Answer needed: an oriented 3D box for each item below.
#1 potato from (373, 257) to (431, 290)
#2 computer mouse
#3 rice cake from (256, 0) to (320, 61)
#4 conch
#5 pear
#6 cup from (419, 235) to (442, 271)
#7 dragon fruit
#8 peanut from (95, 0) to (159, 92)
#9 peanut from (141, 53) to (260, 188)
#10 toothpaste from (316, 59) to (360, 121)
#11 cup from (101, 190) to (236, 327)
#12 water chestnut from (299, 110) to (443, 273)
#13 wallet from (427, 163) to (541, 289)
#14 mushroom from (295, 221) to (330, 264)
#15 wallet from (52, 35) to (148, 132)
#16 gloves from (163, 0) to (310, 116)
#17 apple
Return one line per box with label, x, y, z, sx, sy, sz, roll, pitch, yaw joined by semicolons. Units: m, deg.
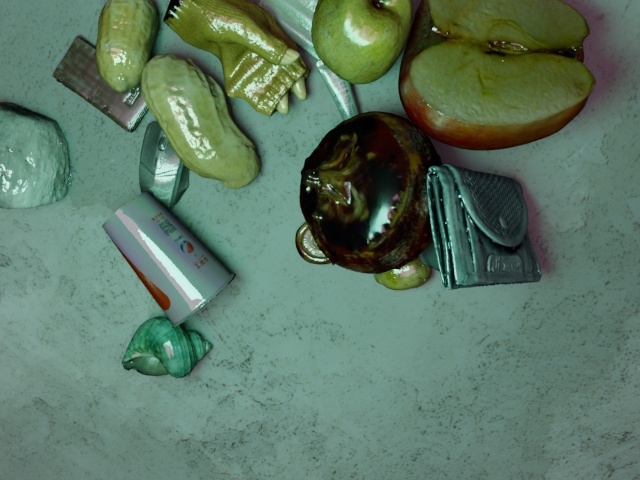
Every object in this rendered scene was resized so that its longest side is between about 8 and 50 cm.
potato;0.193;0.072;1.316;0.137;0.070;0.092;-6;101;10
computer mouse;-0.381;-0.182;1.343;0.126;0.071;0.231;15;104;5
rice cake;-0.029;-0.489;1.231;0.237;0.043;0.127;35;104;-1
conch;-0.388;0.278;1.427;0.202;0.134;0.196;19;146;-2
pear;0.078;-0.432;1.113;0.188;0.211;0.229;11;82;-22
cup;0.295;0.002;1.243;0.150;0.199;0.199;-17;101;34
dragon fruit;-0.765;-0.209;1.328;0.282;0.204;0.221;17;105;4
peanut;-0.438;-0.445;1.253;0.129;0.129;0.224;13;85;6
peanut;-0.276;-0.261;1.260;0.158;0.174;0.340;-21;100;30
toothpaste;0.058;-0.309;1.250;0.061;0.037;0.216;-22;110;7
cup;-0.366;0.036;1.319;0.203;0.203;0.288;-36;99;15
water chestnut;0.086;-0.096;1.154;0.350;0.302;0.351;-10;74;41
wallet;0.344;-0.027;1.120;0.075;0.342;0.237;-17;77;44
mushroom;0.000;0.000;1.338;0.123;0.052;0.123;0;101;2
wallet;-0.514;-0.372;1.331;0.230;0.042;0.124;36;96;1
gloves;-0.164;-0.423;1.198;0.356;0.155;0.203;41;147;-16
apple;0.337;-0.344;1.081;0.364;0.295;0.329;6;110;-1
